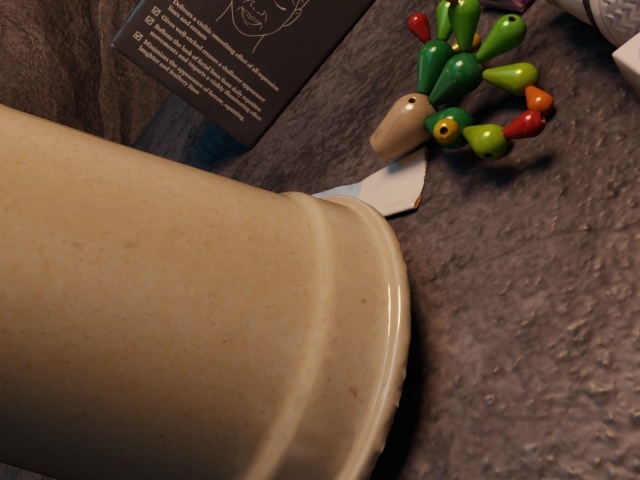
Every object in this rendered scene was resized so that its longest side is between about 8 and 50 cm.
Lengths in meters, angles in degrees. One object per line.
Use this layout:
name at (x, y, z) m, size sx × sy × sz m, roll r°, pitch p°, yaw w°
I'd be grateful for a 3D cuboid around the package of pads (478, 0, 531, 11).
package of pads at (0.208, -0.282, 0.583) m, size 0.050 × 0.032 × 0.083 m, roll -50°, pitch 30°, yaw 11°

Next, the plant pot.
plant pot at (-0.154, 0.058, 0.425) m, size 0.334 × 0.306 × 0.333 m, roll -39°, pitch 38°, yaw 40°

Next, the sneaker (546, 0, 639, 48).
sneaker at (0.292, -0.312, 0.383) m, size 0.365 × 0.137 × 0.210 m, roll -49°, pitch 31°, yaw 13°

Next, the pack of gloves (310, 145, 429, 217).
pack of gloves at (0.000, 0.000, 0.579) m, size 0.232 × 0.046 × 0.195 m, roll -20°, pitch 45°, yaw 45°

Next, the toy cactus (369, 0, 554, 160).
toy cactus at (0.112, -0.141, 0.502) m, size 0.180 × 0.112 × 0.218 m, roll -40°, pitch 51°, yaw 39°

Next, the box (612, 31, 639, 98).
box at (0.326, -0.181, 0.273) m, size 0.324 × 0.063 × 0.067 m, roll -39°, pitch 32°, yaw 25°

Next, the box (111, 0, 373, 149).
box at (-0.131, -0.425, 0.957) m, size 0.395 × 0.294 × 0.212 m, roll -47°, pitch 30°, yaw 12°
